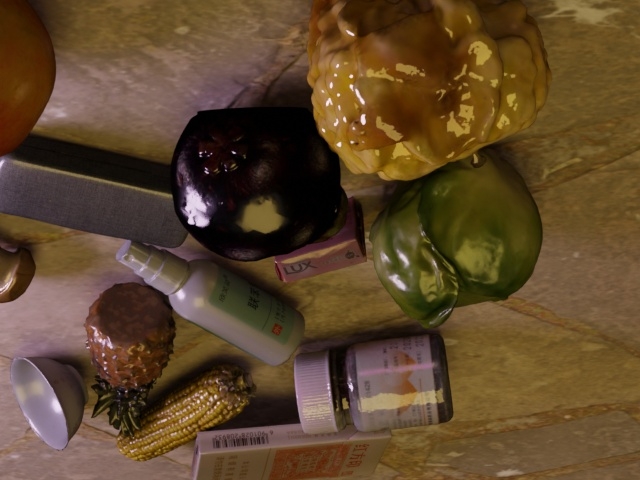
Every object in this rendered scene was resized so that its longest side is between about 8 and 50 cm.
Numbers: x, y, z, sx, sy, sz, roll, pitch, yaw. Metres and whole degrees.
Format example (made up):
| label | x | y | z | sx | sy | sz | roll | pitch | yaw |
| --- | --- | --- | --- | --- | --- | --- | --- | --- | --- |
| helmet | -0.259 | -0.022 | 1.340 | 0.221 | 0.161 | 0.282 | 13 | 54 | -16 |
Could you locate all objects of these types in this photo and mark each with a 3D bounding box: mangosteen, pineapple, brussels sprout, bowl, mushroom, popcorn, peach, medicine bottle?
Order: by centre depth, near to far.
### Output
| label | x | y | z | sx | sy | sz | roll | pitch | yaw |
| --- | --- | --- | --- | --- | --- | --- | --- | --- | --- |
| peach | -0.520 | -0.245 | 1.685 | 0.308 | 0.308 | 0.332 | -29 | 140 | 21 |
| popcorn | 0.133 | -0.259 | 1.710 | 0.349 | 0.349 | 0.381 | -20 | 99 | 14 |
| mangosteen | -0.087 | -0.092 | 1.867 | 0.288 | 0.287 | 0.233 | -7 | 95 | 4 |
| brussels sprout | 0.217 | -0.005 | 1.954 | 0.259 | 0.227 | 0.294 | 4 | 97 | -19 |
| mushroom | -0.628 | 0.000 | 1.994 | 0.350 | 0.128 | 0.128 | 30 | 124 | -30 |
| medicine bottle | -0.191 | 0.095 | 2.098 | 0.352 | 0.110 | 0.110 | 32 | 123 | -26 |
| pineapple | -0.341 | 0.226 | 2.191 | 0.169 | 0.169 | 0.340 | 4 | 139 | -6 |
| medicine bottle | 0.097 | 0.264 | 2.221 | 0.273 | 0.165 | 0.165 | -8 | 131 | 3 |
| bowl | -0.481 | 0.282 | 2.244 | 0.086 | 0.189 | 0.189 | -27 | 142 | -34 |

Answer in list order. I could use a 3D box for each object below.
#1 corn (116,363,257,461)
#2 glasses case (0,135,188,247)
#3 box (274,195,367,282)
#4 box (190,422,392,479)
| label | x | y | z | sx | sy | sz | roll | pitch | yaw |
| --- | --- | --- | --- | --- | --- | --- | --- | --- | --- |
| corn | -0.254 | 0.326 | 2.297 | 0.318 | 0.115 | 0.115 | -33 | 124 | 24 |
| glasses case | -0.361 | -0.077 | 1.966 | 0.323 | 0.074 | 0.131 | 12 | 128 | -13 |
| box | 0.000 | 0.000 | 2.026 | 0.156 | 0.111 | 0.060 | -16 | 130 | 13 |
| box | -0.059 | 0.408 | 2.345 | 0.365 | 0.051 | 0.204 | -4 | 149 | -12 |
